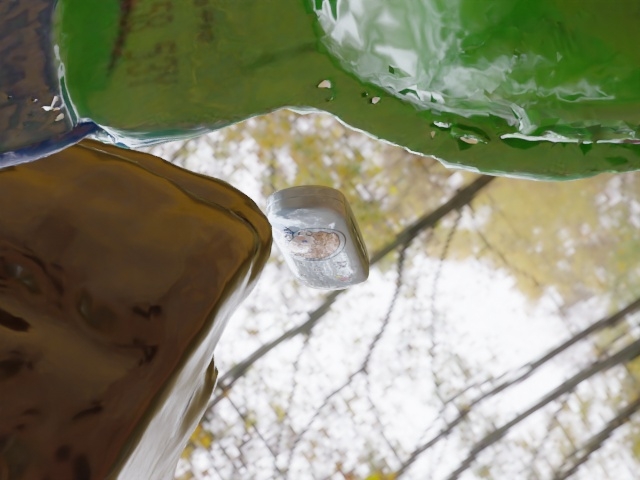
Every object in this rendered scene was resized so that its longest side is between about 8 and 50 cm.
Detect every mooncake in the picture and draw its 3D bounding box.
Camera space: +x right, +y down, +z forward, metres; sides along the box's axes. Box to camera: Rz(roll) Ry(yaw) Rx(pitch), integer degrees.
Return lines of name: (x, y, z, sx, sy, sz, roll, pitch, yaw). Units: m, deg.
mooncake: (-0.197, 0.118, 0.903, 0.212, 0.381, 0.350, 24, -160, 0)

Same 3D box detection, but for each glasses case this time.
glasses case: (0.000, 0.000, 1.186, 0.178, 0.067, 0.045, 65, -158, -64)

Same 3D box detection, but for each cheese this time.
cheese: (0.033, -0.086, 0.394, 0.083, 0.320, 0.204, 68, -169, -50)
